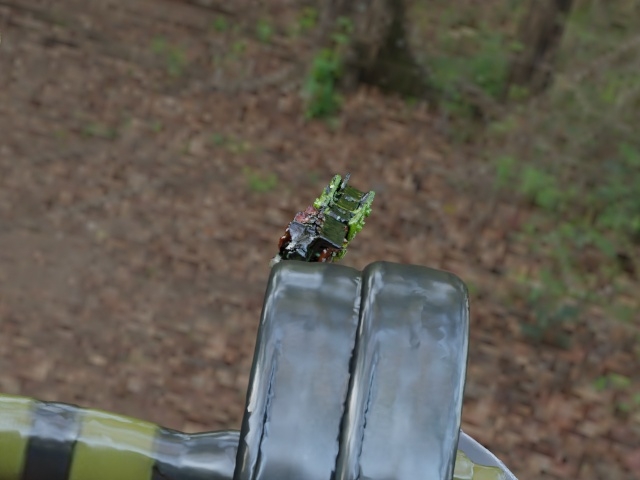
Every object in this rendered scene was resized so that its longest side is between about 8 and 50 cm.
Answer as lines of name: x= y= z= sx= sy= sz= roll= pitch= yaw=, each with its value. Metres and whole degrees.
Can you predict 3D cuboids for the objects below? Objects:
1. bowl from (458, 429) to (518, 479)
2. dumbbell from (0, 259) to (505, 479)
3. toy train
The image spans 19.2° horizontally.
bowl: x=0.077 y=0.301 z=1.574 sx=0.287 sy=0.144 sz=0.287 roll=33 pitch=38 yaw=-31
dumbbell: x=-0.098 y=0.077 z=0.694 sx=0.388 sy=0.185 sz=0.185 roll=10 pitch=14 yaw=1
toy train: x=0.000 y=0.000 z=1.628 sx=0.053 sy=0.085 sz=0.250 roll=28 pitch=15 yaw=3
